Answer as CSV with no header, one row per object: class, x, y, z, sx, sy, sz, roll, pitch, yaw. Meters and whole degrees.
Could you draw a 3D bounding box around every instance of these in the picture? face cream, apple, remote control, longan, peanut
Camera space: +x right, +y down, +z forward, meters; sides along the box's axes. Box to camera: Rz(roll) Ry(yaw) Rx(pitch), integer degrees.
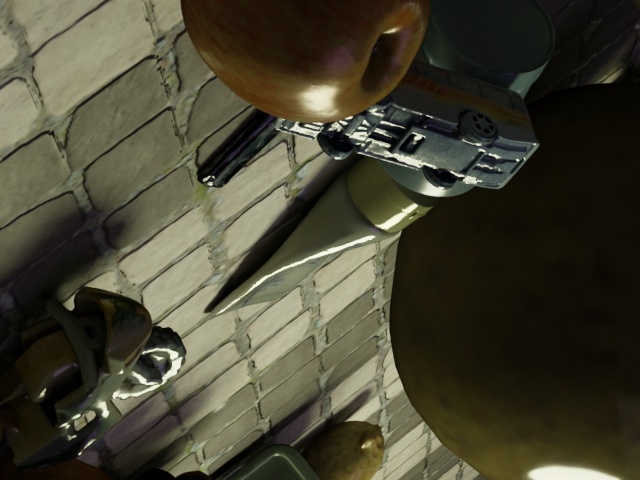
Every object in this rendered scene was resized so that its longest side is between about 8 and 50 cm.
face cream,0.000,0.000,1.516,0.224,0.070,0.114,-37,167,34
apple,-0.007,-0.137,1.019,0.146,0.131,0.146,-37,157,-19
remote control,-0.049,-0.072,1.288,0.096,0.014,0.039,-44,163,12
longan,0.252,0.055,1.641,0.404,0.404,0.336,-47,172,18
peanut,-0.009,0.295,2.152,0.214,0.099,0.099,-44,163,-5

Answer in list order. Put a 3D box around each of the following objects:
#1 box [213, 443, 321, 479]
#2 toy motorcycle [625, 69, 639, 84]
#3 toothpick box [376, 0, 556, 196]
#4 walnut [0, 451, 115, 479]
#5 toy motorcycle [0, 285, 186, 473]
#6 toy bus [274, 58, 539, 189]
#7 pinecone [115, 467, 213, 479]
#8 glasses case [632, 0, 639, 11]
box,-0.040,0.361,2.025,0.163,0.243,0.135,-38,175,-11
toy motorcycle,0.353,-0.135,1.889,0.225,0.073,0.152,-23,158,-46
toothpick box,0.106,-0.117,1.358,0.101,0.101,0.153,-29,158,-34
walnut,-0.229,0.254,1.373,0.209,0.209,0.336,-36,165,-14
toy motorcycle,-0.205,0.101,1.269,0.229,0.094,0.130,-22,154,-15
toy bus,0.060,-0.091,1.240,0.190,0.075,0.064,16,137,-25
pinecone,-0.141,0.340,1.734,0.264,0.264,0.264,-37,162,-14
glasses case,0.361,-0.232,1.648,0.196,0.083,0.050,-22,156,-50
